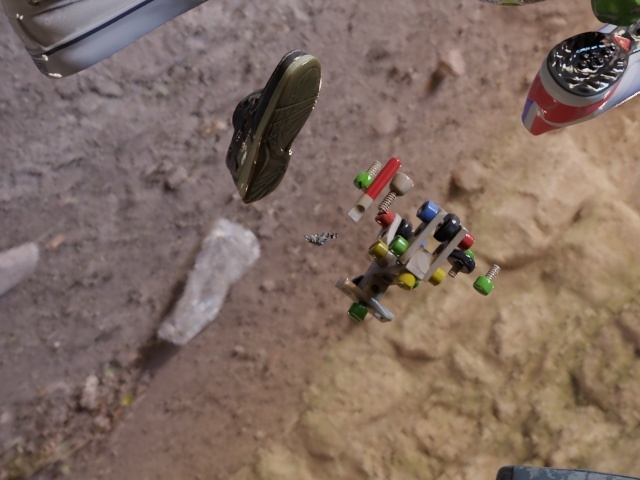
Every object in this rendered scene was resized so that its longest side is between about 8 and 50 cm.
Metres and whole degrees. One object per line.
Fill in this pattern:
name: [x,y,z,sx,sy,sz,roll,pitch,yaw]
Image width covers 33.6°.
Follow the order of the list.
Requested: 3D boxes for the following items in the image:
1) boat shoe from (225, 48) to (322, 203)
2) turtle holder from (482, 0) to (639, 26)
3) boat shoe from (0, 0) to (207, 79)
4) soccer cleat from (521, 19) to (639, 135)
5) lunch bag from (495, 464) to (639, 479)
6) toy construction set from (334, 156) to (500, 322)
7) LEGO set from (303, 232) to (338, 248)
boat shoe: [-0.065,-0.133,1.192,0.080,0.073,0.223,-31,158,-36]
turtle holder: [0.245,-0.386,1.310,0.243,0.320,0.227,-20,-171,11]
boat shoe: [-0.161,-0.321,1.059,0.367,0.136,0.156,-31,123,-1]
soccer cleat: [0.387,-0.228,1.377,0.318,0.109,0.116,-26,162,-30]
lunch bag: [0.409,0.530,1.734,0.213,0.305,0.256,74,28,-44]
toy construction set: [0.126,0.027,1.970,0.237,0.257,0.309,-51,130,-16]
LEGO set: [0.003,0.000,1.808,0.083,0.054,0.023,-3,96,-48]
